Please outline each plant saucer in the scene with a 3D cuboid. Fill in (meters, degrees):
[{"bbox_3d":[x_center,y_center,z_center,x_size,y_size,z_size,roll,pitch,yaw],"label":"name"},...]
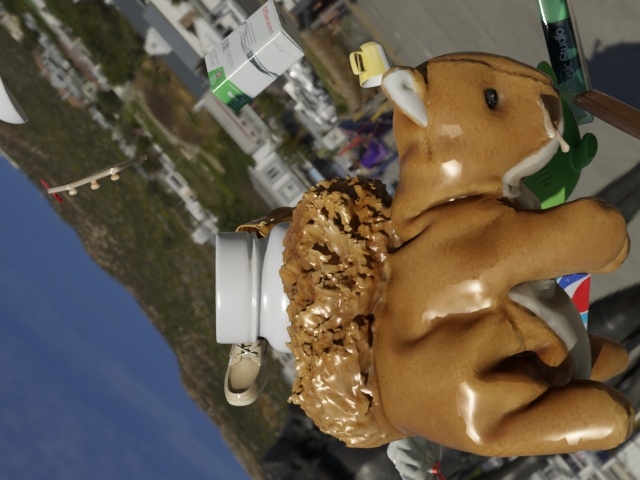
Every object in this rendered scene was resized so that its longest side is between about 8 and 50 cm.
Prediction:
[{"bbox_3d":[0.514,-0.199,1.475,0.200,0.037,0.200,25,-162,-9],"label":"plant saucer"}]

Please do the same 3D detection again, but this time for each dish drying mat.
[{"bbox_3d":[-0.599,-0.111,1.991,0.083,0.008,0.032,38,168,44],"label":"dish drying mat"}]

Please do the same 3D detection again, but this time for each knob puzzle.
[{"bbox_3d":[-0.429,-0.126,1.773,0.213,0.213,0.030,-101,-8,-80],"label":"knob puzzle"}]

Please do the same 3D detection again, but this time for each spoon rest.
[{"bbox_3d":[-0.618,-0.298,1.642,0.137,0.084,0.276,54,-179,15],"label":"spoon rest"}]

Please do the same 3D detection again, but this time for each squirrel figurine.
[{"bbox_3d":[0.110,0.008,0.915,0.281,0.397,0.370,-18,-85,-64],"label":"squirrel figurine"}]

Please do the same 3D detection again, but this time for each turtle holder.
[{"bbox_3d":[0.334,-0.139,1.550,0.320,0.243,0.227,40,164,-12],"label":"turtle holder"}]

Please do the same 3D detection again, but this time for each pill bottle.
[{"bbox_3d":[0.020,0.072,1.383,0.204,0.361,0.204,179,90,-84],"label":"pill bottle"}]

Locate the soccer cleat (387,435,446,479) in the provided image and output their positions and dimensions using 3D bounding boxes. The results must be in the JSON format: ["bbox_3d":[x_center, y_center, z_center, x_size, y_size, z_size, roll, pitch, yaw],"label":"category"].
[{"bbox_3d":[0.122,0.288,1.150,0.196,0.076,0.068,-71,-33,-60],"label":"soccer cleat"}]

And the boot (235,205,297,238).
[{"bbox_3d":[-0.001,-0.001,1.710,0.295,0.211,0.104,14,116,38],"label":"boot"}]

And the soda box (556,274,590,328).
[{"bbox_3d":[0.338,0.076,1.267,0.067,0.210,0.071,6,173,-5],"label":"soda box"}]

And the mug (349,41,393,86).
[{"bbox_3d":[0.088,-0.299,1.494,0.078,0.062,0.064,9,-114,-75],"label":"mug"}]

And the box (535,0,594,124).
[{"bbox_3d":[0.452,-0.390,1.671,0.232,0.058,0.322,-47,-60,-65],"label":"box"}]

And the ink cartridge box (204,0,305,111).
[{"bbox_3d":[-0.145,-0.407,1.957,0.087,0.208,0.153,37,-155,-38],"label":"ink cartridge box"}]

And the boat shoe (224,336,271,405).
[{"bbox_3d":[-0.185,0.288,2.287,0.302,0.109,0.098,-74,-20,-48],"label":"boat shoe"}]
